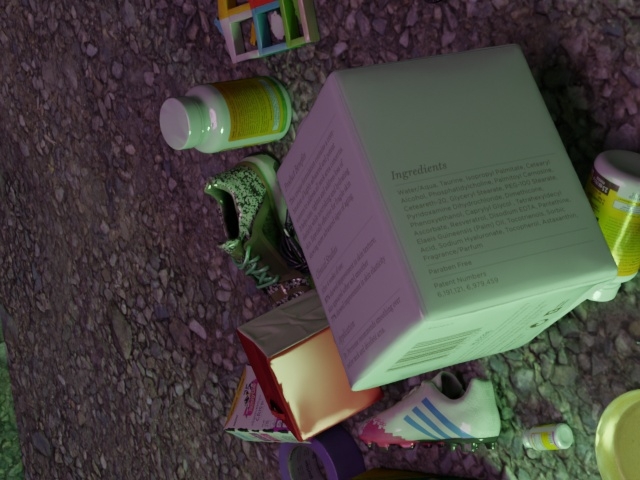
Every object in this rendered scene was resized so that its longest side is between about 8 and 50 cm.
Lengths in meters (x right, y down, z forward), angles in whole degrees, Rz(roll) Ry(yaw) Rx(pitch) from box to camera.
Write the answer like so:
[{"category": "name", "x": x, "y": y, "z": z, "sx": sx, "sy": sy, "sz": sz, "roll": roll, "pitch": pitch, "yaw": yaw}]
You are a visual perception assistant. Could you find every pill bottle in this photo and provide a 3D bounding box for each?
[{"category": "pill bottle", "x": 0.383, "y": 0.334, "z": 1.905, "sx": 0.083, "sy": 0.043, "sz": 0.043, "roll": -17, "pitch": 89, "yaw": 50}, {"category": "pill bottle", "x": -0.189, "y": -0.247, "z": 2.222, "sx": 0.136, "sy": 0.246, "sz": 0.136, "roll": 18, "pitch": 114, "yaw": 45}, {"category": "pill bottle", "x": 0.436, "y": -0.019, "z": 1.679, "sx": 0.117, "sy": 0.117, "sz": 0.215, "roll": 37, "pitch": 127, "yaw": 36}]

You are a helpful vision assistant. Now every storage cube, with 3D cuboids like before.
[{"category": "storage cube", "x": -0.020, "y": 0.232, "z": 2.154, "sx": 0.184, "sy": 0.215, "sz": 0.193, "roll": 33, "pitch": 148, "yaw": 63}]

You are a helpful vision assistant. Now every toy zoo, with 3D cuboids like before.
[{"category": "toy zoo", "x": -0.123, "y": -0.465, "z": 2.245, "sx": 0.293, "sy": 0.030, "sz": 0.192, "roll": -3, "pitch": 99, "yaw": 49}]

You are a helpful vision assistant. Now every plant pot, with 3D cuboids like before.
[{"category": "plant pot", "x": 0.519, "y": 0.332, "z": 1.681, "sx": 0.236, "sy": 0.032, "sz": 0.236, "roll": 17, "pitch": 113, "yaw": 45}]

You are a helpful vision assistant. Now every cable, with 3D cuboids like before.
[{"category": "cable", "x": 0.000, "y": 0.000, "z": 2.195, "sx": 0.185, "sy": 0.047, "sz": 0.150, "roll": 19, "pitch": 91, "yaw": 28}]

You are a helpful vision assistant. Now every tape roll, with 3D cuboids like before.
[{"category": "tape roll", "x": 0.002, "y": 0.477, "z": 2.357, "sx": 0.189, "sy": 0.080, "sz": 0.188, "roll": 17, "pitch": 114, "yaw": 46}]

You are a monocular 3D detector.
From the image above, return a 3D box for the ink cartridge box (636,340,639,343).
[{"category": "ink cartridge box", "x": 0.609, "y": 0.077, "z": 1.465, "sx": 0.371, "sy": 0.176, "sz": 0.069, "roll": -15, "pitch": 90, "yaw": 50}]

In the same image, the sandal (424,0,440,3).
[{"category": "sandal", "x": 0.216, "y": -0.476, "z": 1.857, "sx": 0.067, "sy": 0.040, "sz": 0.179, "roll": 26, "pitch": 106, "yaw": 36}]

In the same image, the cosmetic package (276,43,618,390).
[{"category": "cosmetic package", "x": 0.172, "y": -0.033, "z": 1.701, "sx": 0.329, "sy": 0.328, "sz": 0.393, "roll": 125, "pitch": 129, "yaw": -62}]

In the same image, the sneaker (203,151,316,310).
[{"category": "sneaker", "x": -0.134, "y": 0.027, "z": 2.292, "sx": 0.158, "sy": 0.182, "sz": 0.410, "roll": -30, "pitch": 79, "yaw": 49}]

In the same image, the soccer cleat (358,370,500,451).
[{"category": "soccer cleat", "x": 0.200, "y": 0.315, "z": 2.075, "sx": 0.331, "sy": 0.116, "sz": 0.143, "roll": -11, "pitch": 77, "yaw": 47}]

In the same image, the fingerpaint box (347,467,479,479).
[{"category": "fingerpaint box", "x": 0.217, "y": 0.673, "z": 2.108, "sx": 0.371, "sy": 0.163, "sz": 0.444, "roll": -7, "pitch": 96, "yaw": 49}]

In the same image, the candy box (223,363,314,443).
[{"category": "candy box", "x": -0.090, "y": 0.340, "z": 2.365, "sx": 0.233, "sy": 0.071, "sz": 0.159, "roll": -11, "pitch": 53, "yaw": 50}]
